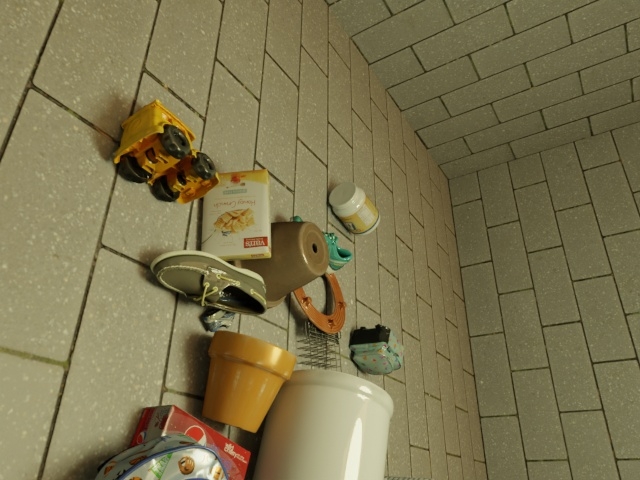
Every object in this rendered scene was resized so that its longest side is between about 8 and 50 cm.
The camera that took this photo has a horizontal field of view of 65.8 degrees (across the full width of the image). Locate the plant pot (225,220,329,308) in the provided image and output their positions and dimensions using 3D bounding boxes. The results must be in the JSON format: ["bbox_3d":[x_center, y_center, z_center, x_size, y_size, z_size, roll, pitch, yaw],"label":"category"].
[{"bbox_3d":[-0.108,0.049,1.360,0.263,0.230,0.262,34,49,-50],"label":"plant pot"}]

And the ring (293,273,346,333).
[{"bbox_3d":[-0.004,0.145,1.634,0.336,0.032,0.336,46,28,-33],"label":"ring"}]

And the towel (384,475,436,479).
[{"bbox_3d":[0.235,0.867,1.555,0.284,0.235,0.121,-20,100,-62],"label":"towel"}]

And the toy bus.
[{"bbox_3d":[-0.358,-0.222,1.166,0.220,0.150,0.211,41,27,-49],"label":"toy bus"}]

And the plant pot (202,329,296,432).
[{"bbox_3d":[-0.181,0.332,1.145,0.205,0.205,0.187,42,58,-45],"label":"plant pot"}]

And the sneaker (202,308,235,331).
[{"bbox_3d":[-0.242,0.190,1.248,0.135,0.052,0.057,-26,109,-54],"label":"sneaker"}]

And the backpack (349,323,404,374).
[{"bbox_3d":[0.216,0.414,1.820,0.188,0.166,0.144,46,40,-36],"label":"backpack"}]

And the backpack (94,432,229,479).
[{"bbox_3d":[-0.259,0.474,0.827,0.277,0.213,0.263,-15,86,-40],"label":"backpack"}]

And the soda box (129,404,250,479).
[{"bbox_3d":[-0.263,0.441,1.034,0.263,0.084,0.092,52,36,-36],"label":"soda box"}]

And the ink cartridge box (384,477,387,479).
[{"bbox_3d":[0.054,0.766,1.250,0.066,0.261,0.296,51,36,-35],"label":"ink cartridge box"}]

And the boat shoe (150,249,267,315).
[{"bbox_3d":[-0.247,0.106,1.156,0.305,0.109,0.091,22,32,-42],"label":"boat shoe"}]

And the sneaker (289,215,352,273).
[{"bbox_3d":[0.000,0.000,1.623,0.275,0.110,0.107,41,29,-36],"label":"sneaker"}]

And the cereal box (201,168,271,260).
[{"bbox_3d":[-0.217,-0.065,1.283,0.047,0.173,0.240,77,8,-67],"label":"cereal box"}]

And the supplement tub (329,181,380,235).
[{"bbox_3d":[0.136,-0.126,1.973,0.199,0.145,0.144,46,39,-40],"label":"supplement tub"}]

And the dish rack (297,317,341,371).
[{"bbox_3d":[-0.001,0.376,1.555,0.208,0.074,0.271,31,48,-53],"label":"dish rack"}]

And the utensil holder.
[{"bbox_3d":[-0.004,0.558,1.195,0.327,0.328,0.385,51,38,-37],"label":"utensil holder"}]
